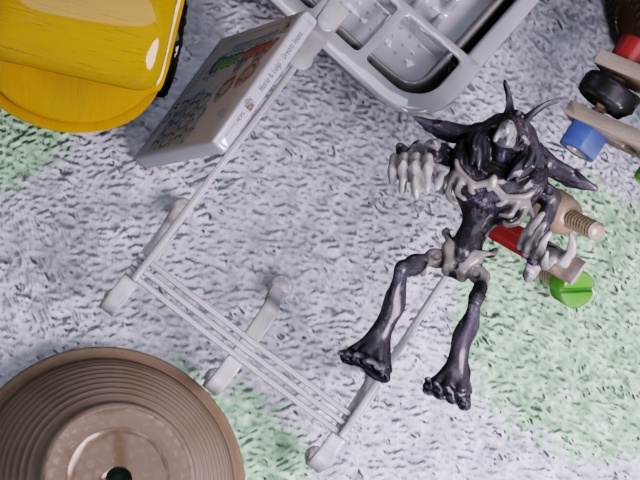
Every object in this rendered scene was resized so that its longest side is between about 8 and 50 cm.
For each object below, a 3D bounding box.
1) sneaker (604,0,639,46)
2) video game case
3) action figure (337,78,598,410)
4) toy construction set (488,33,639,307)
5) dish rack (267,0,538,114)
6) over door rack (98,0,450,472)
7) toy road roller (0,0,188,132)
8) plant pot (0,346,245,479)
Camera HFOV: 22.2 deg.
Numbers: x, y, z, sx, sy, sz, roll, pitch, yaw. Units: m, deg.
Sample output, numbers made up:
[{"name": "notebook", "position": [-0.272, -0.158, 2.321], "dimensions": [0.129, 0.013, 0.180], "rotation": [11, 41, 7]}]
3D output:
[{"name": "sneaker", "position": [0.335, -0.278, 1.561], "dimensions": [0.123, 0.106, 0.290], "rotation": [-4, 76, -14]}, {"name": "video game case", "position": [-0.082, -0.126, 1.380], "dimensions": [0.019, 0.157, 0.143], "rotation": [42, 68, -22]}, {"name": "action figure", "position": [0.123, -0.011, 1.292], "dimensions": [0.164, 0.141, 0.276], "rotation": [22, 80, 4]}, {"name": "toy construction set", "position": [0.328, -0.038, 1.401], "dimensions": [0.309, 0.237, 0.257], "rotation": [-32, 117, -12]}, {"name": "dish rack", "position": [0.078, -0.294, 1.513], "dimensions": [0.285, 0.072, 0.333], "rotation": [42, 70, -2]}, {"name": "over door rack", "position": [0.000, 0.000, 1.390], "dimensions": [0.239, 0.108, 0.324], "rotation": [38, 77, -6]}, {"name": "toy road roller", "position": [-0.178, -0.247, 1.298], "dimensions": [0.202, 0.240, 0.330], "rotation": [12, 106, -13]}, {"name": "plant pot", "position": [-0.168, 0.195, 1.300], "dimensions": [0.237, 0.110, 0.237], "rotation": [4, 74, -15]}]
